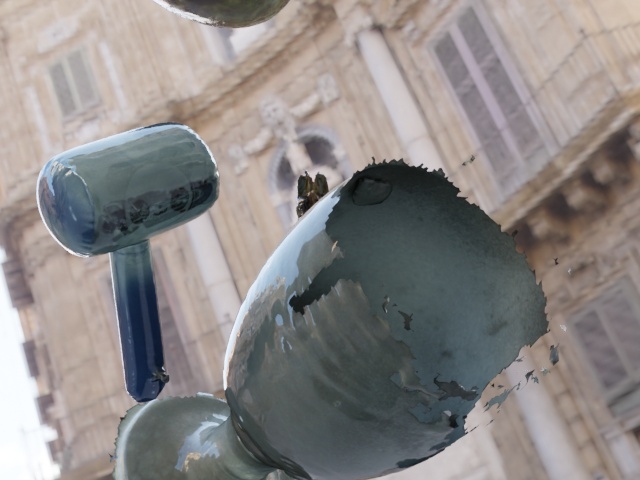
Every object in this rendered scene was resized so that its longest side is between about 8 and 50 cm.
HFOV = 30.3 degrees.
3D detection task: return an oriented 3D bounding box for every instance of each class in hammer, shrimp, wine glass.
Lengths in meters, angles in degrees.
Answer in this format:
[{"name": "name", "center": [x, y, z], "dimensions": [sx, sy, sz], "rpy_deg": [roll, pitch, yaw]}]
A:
[{"name": "hammer", "center": [-0.118, 0.023, 0.775], "dimensions": [0.116, 0.070, 0.193], "rpy_deg": [-24, -56, -37]}, {"name": "shrimp", "center": [0.000, 0.000, 1.200], "dimensions": [0.041, 0.099, 0.180], "rpy_deg": [3, -48, 10]}, {"name": "wine glass", "center": [-0.002, 0.103, 0.849], "dimensions": [0.191, 0.190, 0.357], "rpy_deg": [3, -35, -41]}]

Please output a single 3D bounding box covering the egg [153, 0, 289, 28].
[{"name": "egg", "center": [-0.128, -0.358, 1.266], "dimensions": [0.238, 0.238, 0.289], "rpy_deg": [-24, -53, 4]}]
